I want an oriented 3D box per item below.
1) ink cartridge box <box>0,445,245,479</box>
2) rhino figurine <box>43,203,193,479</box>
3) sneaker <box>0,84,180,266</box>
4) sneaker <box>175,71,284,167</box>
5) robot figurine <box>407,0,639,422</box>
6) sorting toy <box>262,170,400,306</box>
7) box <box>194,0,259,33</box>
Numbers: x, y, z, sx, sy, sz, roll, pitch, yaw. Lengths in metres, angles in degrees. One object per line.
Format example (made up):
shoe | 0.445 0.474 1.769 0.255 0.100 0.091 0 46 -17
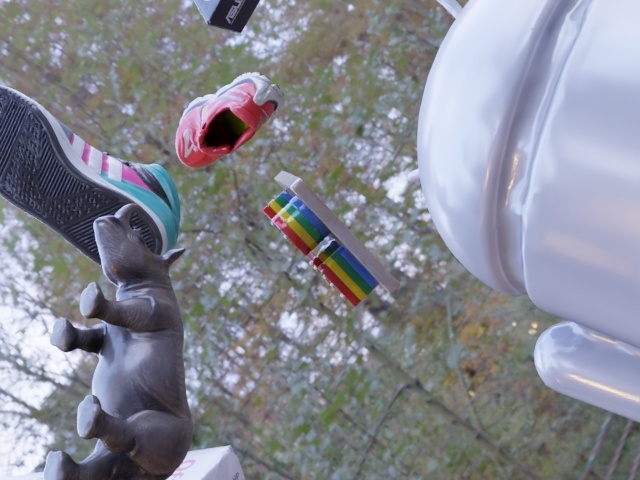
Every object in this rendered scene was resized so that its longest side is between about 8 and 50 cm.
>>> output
ink cartridge box | -0.297 0.393 0.883 0.395 0.166 0.285 -15 10 24
rhino figurine | -0.150 0.075 0.611 0.073 0.243 0.106 -29 -37 32
sneaker | -0.283 -0.076 0.954 0.124 0.295 0.178 -49 -3 7
sneaker | -0.177 -0.183 1.287 0.279 0.107 0.118 -28 26 49
robot figurine | 0.196 -0.039 0.378 0.200 0.353 0.300 -15 -60 -52
sorting toy | 0.000 0.000 1.419 0.089 0.255 0.257 -44 13 -1
box | -0.104 -0.452 1.033 0.060 0.216 0.270 5 -44 -41
